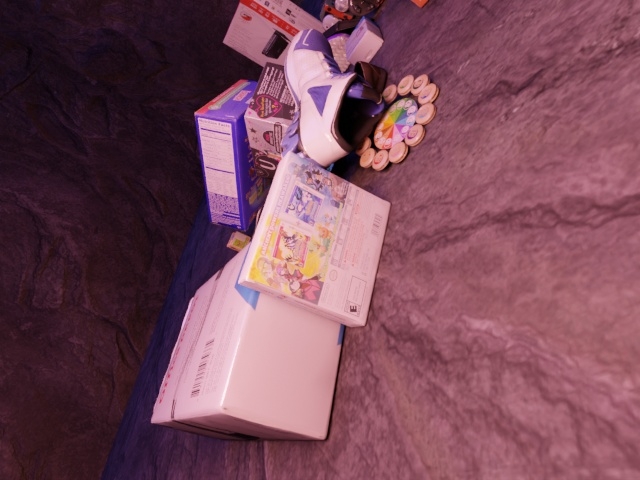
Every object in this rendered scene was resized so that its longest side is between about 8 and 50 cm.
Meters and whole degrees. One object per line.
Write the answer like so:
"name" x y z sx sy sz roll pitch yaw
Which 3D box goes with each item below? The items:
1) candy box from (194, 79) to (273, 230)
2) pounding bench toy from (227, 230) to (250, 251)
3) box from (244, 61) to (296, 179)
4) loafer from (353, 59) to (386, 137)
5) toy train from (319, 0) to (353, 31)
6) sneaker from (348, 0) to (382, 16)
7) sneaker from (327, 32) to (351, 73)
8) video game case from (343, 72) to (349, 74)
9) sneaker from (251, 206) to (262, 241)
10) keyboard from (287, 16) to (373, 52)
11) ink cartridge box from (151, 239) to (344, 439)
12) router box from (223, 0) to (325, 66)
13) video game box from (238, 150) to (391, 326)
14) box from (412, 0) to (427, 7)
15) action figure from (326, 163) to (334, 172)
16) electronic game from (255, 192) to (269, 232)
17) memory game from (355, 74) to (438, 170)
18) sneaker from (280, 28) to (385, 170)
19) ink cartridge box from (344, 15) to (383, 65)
"candy box" -0.208 -0.234 1.173 0.268 0.122 0.318 -63 -19 -50
"pounding bench toy" -0.264 -0.009 1.427 0.065 0.052 0.084 -4 63 66
"box" -0.082 -0.263 1.034 0.247 0.141 0.164 92 -166 -68
"loafer" 0.079 -0.287 0.901 0.080 0.078 0.220 -36 36 50
"toy train" 0.078 -0.831 1.433 0.190 0.142 0.334 126 157 -57
"sneaker" 0.140 -0.730 1.214 0.135 0.097 0.276 -2 63 66
"sneaker" 0.011 -0.543 1.300 0.293 0.102 0.146 -28 41 57
"video game case" 0.035 -0.382 1.186 0.157 0.019 0.143 -61 22 9
"sneaker" -0.164 -0.025 1.208 0.076 0.064 0.167 -41 30 53
"keyboard" 0.011 -0.607 1.294 0.317 0.201 0.033 -147 38 -69
"ink cartridge box" -0.132 0.185 0.763 0.394 0.166 0.286 -34 36 51
"router box" -0.150 -0.725 1.553 0.301 0.335 0.082 -14 54 65
"video game box" 0.000 0.000 0.632 0.048 0.186 0.205 -26 43 57
"box" 0.225 -0.648 0.768 0.345 0.214 0.169 -30 40 56
"action figure" -0.026 -0.087 0.952 0.233 0.063 0.137 -68 23 1
"electronic game" -0.051 -0.033 0.877 0.229 0.048 0.230 -13 70 37
"memory game" 0.125 -0.206 0.754 0.186 0.012 0.186 -32 45 39
"sneaker" 0.033 -0.269 0.809 0.182 0.127 0.316 -18 61 38
"ink cartridge box" 0.108 -0.501 1.101 0.088 0.052 0.123 -49 28 34
